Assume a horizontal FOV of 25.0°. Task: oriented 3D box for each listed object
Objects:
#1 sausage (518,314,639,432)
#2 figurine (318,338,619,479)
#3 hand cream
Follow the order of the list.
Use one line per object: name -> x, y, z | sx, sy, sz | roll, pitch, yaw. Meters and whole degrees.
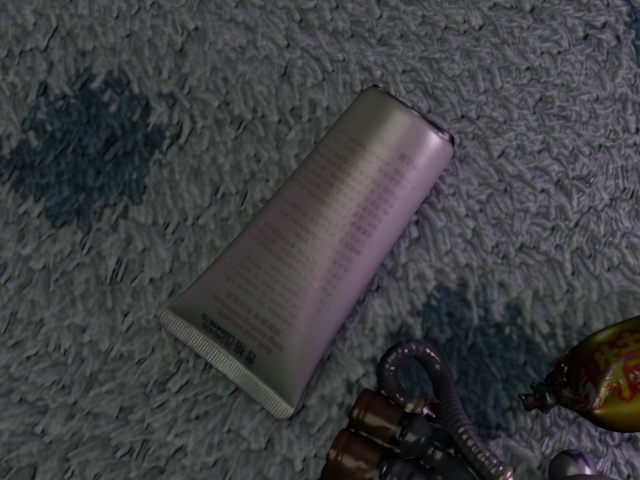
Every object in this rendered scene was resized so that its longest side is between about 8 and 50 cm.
sausage -> 0.344, 0.118, 1.414 | 0.317, 0.117, 0.125 | -12, 40, -6
figurine -> 0.184, 0.288, 1.378 | 0.382, 0.186, 0.261 | 25, 64, 11
hand cream -> 0.000, 0.000, 1.552 | 0.185, 0.118, 0.358 | 37, 89, 14
